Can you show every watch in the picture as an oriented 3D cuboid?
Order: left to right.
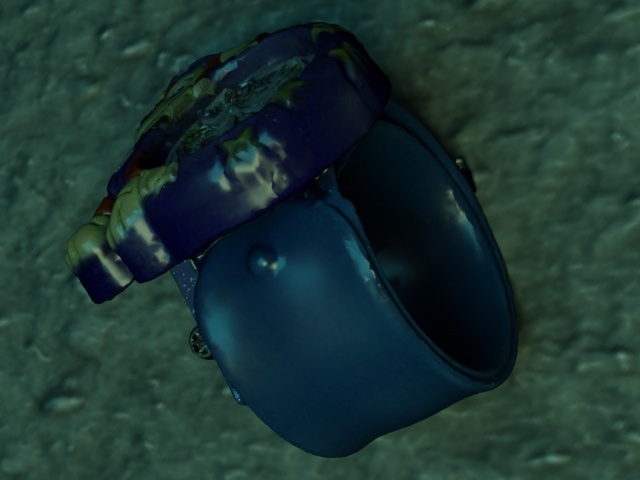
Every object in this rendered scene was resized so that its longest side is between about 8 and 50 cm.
[{"bbox_3d":[0.003,0.001,0.777,0.171,0.196,0.200,-27,110,35],"label":"watch"}]

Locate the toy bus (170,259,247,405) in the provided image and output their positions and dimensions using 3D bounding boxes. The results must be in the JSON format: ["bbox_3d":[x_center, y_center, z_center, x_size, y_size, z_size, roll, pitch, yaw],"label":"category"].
[{"bbox_3d":[-0.056,0.016,0.875,0.061,0.051,0.153,-34,75,18],"label":"toy bus"}]
